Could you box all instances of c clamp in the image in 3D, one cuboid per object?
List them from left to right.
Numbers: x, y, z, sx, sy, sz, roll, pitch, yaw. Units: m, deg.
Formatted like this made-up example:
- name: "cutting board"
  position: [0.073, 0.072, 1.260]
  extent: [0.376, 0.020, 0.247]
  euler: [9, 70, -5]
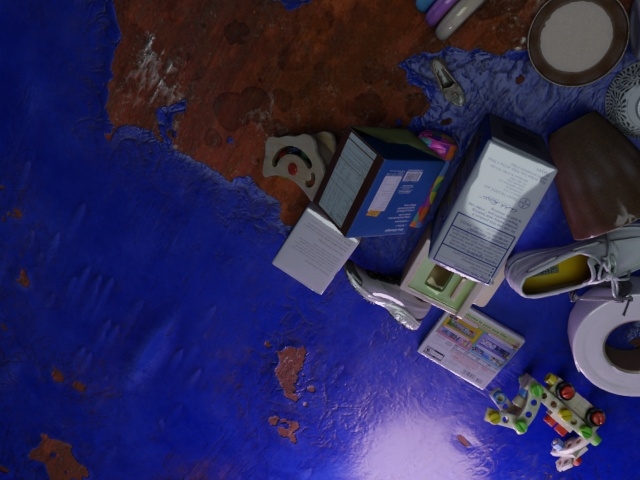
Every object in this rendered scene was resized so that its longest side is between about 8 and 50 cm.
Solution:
- name: "c clamp"
  position: [0.648, 0.123, 1.406]
  extent: [0.160, 0.137, 0.022]
  euler: [0, 121, 50]

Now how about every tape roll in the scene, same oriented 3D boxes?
- name: "tape roll"
  position: [0.752, 0.232, 1.465]
  extent: [0.286, 0.100, 0.286]
  euler: [5, 114, 11]

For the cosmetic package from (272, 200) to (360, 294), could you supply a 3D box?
- name: "cosmetic package"
  position: [0.000, 0.000, 1.514]
  extent: [0.151, 0.151, 0.184]
  euler: [33, 117, -2]

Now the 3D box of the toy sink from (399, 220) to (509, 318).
- name: "toy sink"
  position: [0.334, 0.085, 1.483]
  extent: [0.234, 0.131, 0.153]
  euler: [27, 117, 0]

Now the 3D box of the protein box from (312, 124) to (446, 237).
- name: "protein box"
  position: [0.127, -0.127, 1.330]
  extent: [0.136, 0.199, 0.201]
  euler: [50, 128, 34]

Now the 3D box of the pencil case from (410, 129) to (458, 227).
- name: "pencil case"
  position: [0.236, -0.142, 1.426]
  extent: [0.104, 0.104, 0.236]
  euler: [23, 114, 3]

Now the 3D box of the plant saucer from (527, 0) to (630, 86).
- name: "plant saucer"
  position: [0.535, -0.424, 1.267]
  extent: [0.198, 0.036, 0.199]
  euler: [5, 115, 11]

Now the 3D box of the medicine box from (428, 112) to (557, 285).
- name: "medicine box"
  position: [0.365, -0.096, 1.323]
  extent: [0.149, 0.263, 0.289]
  euler: [25, 116, 3]

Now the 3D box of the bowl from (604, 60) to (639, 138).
- name: "bowl"
  position: [0.692, -0.286, 1.265]
  extent: [0.170, 0.080, 0.170]
  euler: [5, 115, 11]

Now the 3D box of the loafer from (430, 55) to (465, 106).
- name: "loafer"
  position: [0.282, -0.352, 1.355]
  extent: [0.045, 0.039, 0.125]
  euler: [-30, 103, 22]

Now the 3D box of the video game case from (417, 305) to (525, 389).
- name: "video game case"
  position: [0.397, 0.277, 1.612]
  extent: [0.212, 0.023, 0.193]
  euler: [31, 117, 0]

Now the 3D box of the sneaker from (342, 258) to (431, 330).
- name: "sneaker"
  position: [0.170, 0.119, 1.558]
  extent: [0.271, 0.100, 0.108]
  euler: [33, 104, -16]

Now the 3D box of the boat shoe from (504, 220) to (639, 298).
- name: "boat shoe"
  position: [0.614, 0.057, 1.367]
  extent: [0.367, 0.156, 0.136]
  euler: [-12, 110, 6]

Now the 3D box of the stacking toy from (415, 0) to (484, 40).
- name: "stacking toy"
  position: [0.190, -0.574, 1.240]
  extent: [0.330, 0.141, 0.141]
  euler: [46, 115, -2]

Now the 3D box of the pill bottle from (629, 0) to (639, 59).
- name: "pill bottle"
  position: [0.725, -0.427, 1.172]
  extent: [0.216, 0.121, 0.121]
  euler: [-5, 112, 16]

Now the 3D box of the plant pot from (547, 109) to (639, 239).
- name: "plant pot"
  position: [0.591, -0.153, 1.295]
  extent: [0.215, 0.215, 0.230]
  euler: [-28, 90, 23]

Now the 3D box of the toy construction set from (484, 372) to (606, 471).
- name: "toy construction set"
  position: [0.599, 0.472, 1.578]
  extent: [0.327, 0.151, 0.215]
  euler: [40, 92, -14]

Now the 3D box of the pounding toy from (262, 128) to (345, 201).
- name: "pounding toy"
  position: [0.002, -0.182, 1.441]
  extent: [0.269, 0.154, 0.154]
  euler: [6, 106, 45]
